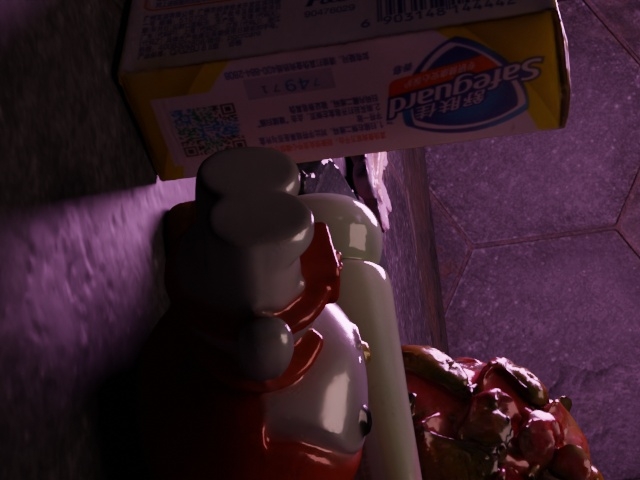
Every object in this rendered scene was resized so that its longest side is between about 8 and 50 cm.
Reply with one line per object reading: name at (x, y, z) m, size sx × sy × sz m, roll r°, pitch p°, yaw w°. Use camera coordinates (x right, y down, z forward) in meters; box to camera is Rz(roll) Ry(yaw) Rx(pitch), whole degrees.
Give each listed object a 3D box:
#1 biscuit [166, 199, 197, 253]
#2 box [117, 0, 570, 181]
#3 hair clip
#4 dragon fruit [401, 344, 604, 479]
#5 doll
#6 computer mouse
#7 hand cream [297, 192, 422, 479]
biscuit at (-0.059, 0.057, 0.907) m, size 0.236 × 0.039 × 0.180 m, roll 60°, pitch 23°, yaw -71°
box at (0.017, -0.140, 0.821) m, size 0.097 × 0.265 × 0.168 m, roll 75°, pitch 10°, yaw -45°
hair clip at (0.073, -0.127, 1.762) m, size 0.146 × 0.075 × 0.257 m, roll 69°, pitch 23°, yaw -46°
dragon fruit at (0.132, 0.235, 1.201) m, size 0.296 × 0.263 × 0.314 m, roll -19°, pitch 101°, yaw -81°
doll at (-0.038, 0.089, 0.704) m, size 0.161 × 0.129 × 0.290 m, roll -110°, pitch -163°, yaw -49°
computer mouse at (-0.005, 0.001, 1.185) m, size 0.229 × 0.068 × 0.113 m, roll 55°, pitch 39°, yaw -47°
hand cream at (0.011, 0.120, 0.817) m, size 0.147 × 0.093 × 0.306 m, roll -32°, pitch -122°, yaw 50°
